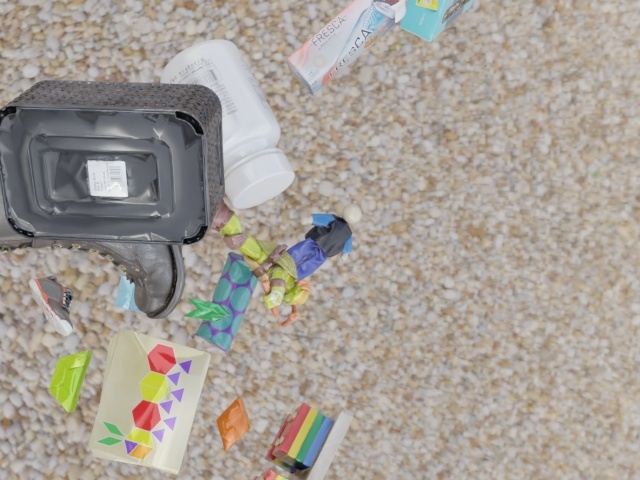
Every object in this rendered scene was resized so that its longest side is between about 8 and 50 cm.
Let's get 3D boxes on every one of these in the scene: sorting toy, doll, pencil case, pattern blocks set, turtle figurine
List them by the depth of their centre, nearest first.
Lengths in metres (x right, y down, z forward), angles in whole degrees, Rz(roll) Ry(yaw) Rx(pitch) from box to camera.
[{"bbox_3d":[-0.233,0.223,1.205,0.285,0.026,0.325,22,88,11],"label":"pattern blocks set"},{"bbox_3d":[-0.088,0.031,1.336,0.217,0.269,0.087,43,94,-7],"label":"turtle figurine"},{"bbox_3d":[-0.146,0.097,1.403,0.064,0.070,0.152,26,83,-25],"label":"pencil case"},{"bbox_3d":[-0.064,0.413,1.544,0.089,0.257,0.255,30,69,-1],"label":"sorting toy"},{"bbox_3d":[0.000,0.000,1.644,0.189,0.046,0.129,-40,120,5],"label":"doll"}]

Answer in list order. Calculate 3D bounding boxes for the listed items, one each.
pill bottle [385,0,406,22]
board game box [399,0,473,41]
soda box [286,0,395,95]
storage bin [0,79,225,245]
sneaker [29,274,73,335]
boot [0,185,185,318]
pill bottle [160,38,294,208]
[{"bbox_3d":[0.102,-0.445,1.505,0.086,0.086,0.152,-51,147,-18],"label":"pill bottle"},{"bbox_3d":[0.284,-0.597,1.756,0.254,0.079,0.336,-46,160,-48],"label":"board game box"},{"bbox_3d":[0.034,-0.318,1.416,0.183,0.058,0.063,-41,80,-1],"label":"soda box"},{"bbox_3d":[-0.180,-0.070,0.778,0.180,0.084,0.122,3,115,4],"label":"storage bin"},{"bbox_3d":[-0.487,0.111,1.644,0.064,0.158,0.061,-25,139,-25],"label":"sneaker"},{"bbox_3d":[-0.258,-0.010,0.940,0.228,0.091,0.263,-3,134,-21],"label":"boot"},{"bbox_3d":[-0.134,-0.169,1.309,0.131,0.131,0.229,-20,74,-29],"label":"pill bottle"}]
